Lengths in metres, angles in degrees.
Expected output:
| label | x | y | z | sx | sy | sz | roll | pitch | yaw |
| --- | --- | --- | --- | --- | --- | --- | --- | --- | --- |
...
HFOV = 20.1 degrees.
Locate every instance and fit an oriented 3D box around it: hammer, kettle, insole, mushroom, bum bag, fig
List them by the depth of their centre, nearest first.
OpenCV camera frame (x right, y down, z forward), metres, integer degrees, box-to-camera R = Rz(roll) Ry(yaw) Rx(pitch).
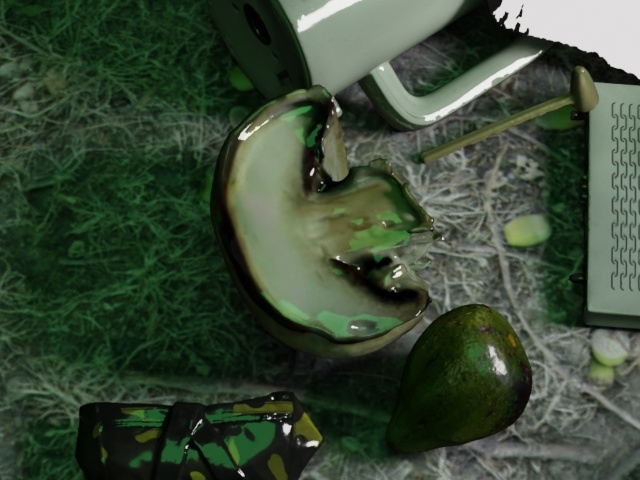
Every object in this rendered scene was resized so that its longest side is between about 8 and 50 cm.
| label | x | y | z | sx | sy | sz | roll | pitch | yaw |
| --- | --- | --- | --- | --- | --- | --- | --- | --- | --- |
| bum bag | -0.114 | 0.196 | 1.692 | 0.232 | 0.060 | 0.106 | -2 | 71 | 0 |
| fig | 0.123 | 0.139 | 1.704 | 0.156 | 0.123 | 0.123 | -35 | 63 | 20 |
| mushroom | -0.005 | 0.006 | 1.739 | 0.189 | 0.164 | 0.267 | -33 | 71 | -13 |
| hammer | 0.189 | -0.124 | 1.849 | 0.195 | 0.060 | 0.028 | -23 | 58 | 8 |
| kettle | 0.073 | -0.270 | 1.866 | 0.318 | 0.205 | 0.265 | -32 | 64 | -19 |
| insole | 0.318 | -0.220 | 1.879 | 0.322 | 0.007 | 0.109 | 15 | 87 | -17 |

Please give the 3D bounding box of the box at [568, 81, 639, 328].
| label | x | y | z | sx | sy | sz | roll | pitch | yaw |
| --- | --- | --- | --- | --- | --- | --- | --- | --- | --- |
| box | 0.355 | -0.033 | 1.832 | 0.211 | 0.045 | 0.270 | 3 | 62 | 0 |
